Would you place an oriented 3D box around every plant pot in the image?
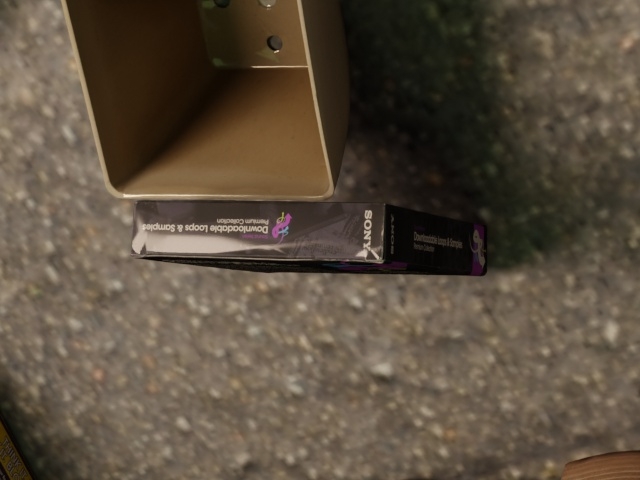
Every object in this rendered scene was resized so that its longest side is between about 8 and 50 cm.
[{"bbox_3d":[-0.039,-0.089,0.849,0.109,0.096,0.109,1,121,19],"label":"plant pot"}]

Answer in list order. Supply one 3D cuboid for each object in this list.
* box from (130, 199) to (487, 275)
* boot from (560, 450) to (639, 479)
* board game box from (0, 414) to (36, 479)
[{"bbox_3d":[0.000,0.000,0.860,0.116,0.162,0.029,1,88,20],"label":"box"},{"bbox_3d":[0.057,0.221,0.935,0.283,0.220,0.109,-16,115,28],"label":"boot"},{"bbox_3d":[-0.215,0.154,1.041,0.048,0.141,0.170,-12,116,25],"label":"board game box"}]
